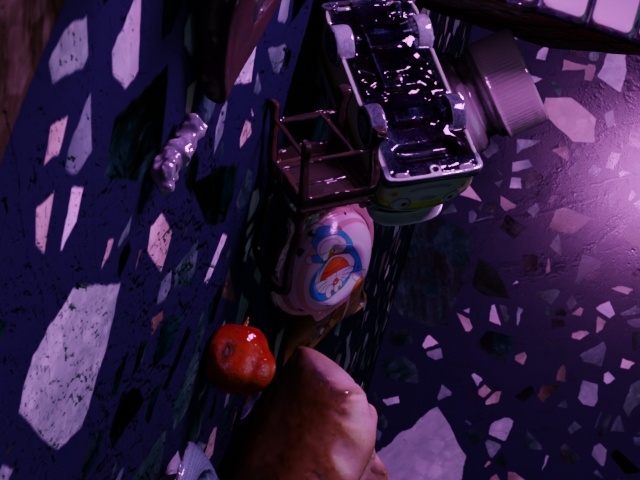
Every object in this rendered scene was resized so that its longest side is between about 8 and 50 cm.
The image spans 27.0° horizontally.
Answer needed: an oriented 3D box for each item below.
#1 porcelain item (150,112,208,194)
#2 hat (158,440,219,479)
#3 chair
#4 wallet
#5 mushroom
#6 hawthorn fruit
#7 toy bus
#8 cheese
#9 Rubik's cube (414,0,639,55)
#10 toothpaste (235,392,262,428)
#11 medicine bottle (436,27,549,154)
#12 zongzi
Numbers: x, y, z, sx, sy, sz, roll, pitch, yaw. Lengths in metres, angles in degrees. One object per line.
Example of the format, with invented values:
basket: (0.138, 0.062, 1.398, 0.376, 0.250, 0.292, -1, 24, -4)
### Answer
porcelain item: (-0.126, -0.074, 1.171, 0.036, 0.028, 0.083, 97, 14, -55)
hat: (-0.157, 0.313, 1.508, 0.191, 0.078, 0.138, 68, 26, -44)
chair: (-0.008, -0.054, 1.567, 0.106, 0.113, 0.229, -124, -149, -43)
wallet: (-0.058, -0.256, 1.226, 0.182, 0.049, 0.229, 98, 13, -53)
mushroom: (-0.048, 0.343, 1.882, 0.313, 0.224, 0.397, -42, 148, -27)
hawthorn fruit: (-0.093, 0.135, 1.560, 0.093, 0.093, 0.093, 16, 90, -81)
toy bus: (0.087, -0.154, 1.649, 0.165, 0.133, 0.276, 106, -29, -57)
cheese: (0.000, 0.000, 1.825, 0.189, 0.074, 0.286, -35, 140, -25)
Rubik's cube: (0.326, -0.467, 1.903, 0.344, 0.343, 0.337, 21, -83, 63)
toothpaste: (-0.101, 0.236, 1.878, 0.027, 0.019, 0.083, -59, 177, 33)
medicine bottle: (0.184, -0.192, 1.973, 0.165, 0.273, 0.165, -23, 90, -78)
zongzi: (-0.012, 0.062, 1.948, 0.204, 0.094, 0.205, -47, 148, -38)
